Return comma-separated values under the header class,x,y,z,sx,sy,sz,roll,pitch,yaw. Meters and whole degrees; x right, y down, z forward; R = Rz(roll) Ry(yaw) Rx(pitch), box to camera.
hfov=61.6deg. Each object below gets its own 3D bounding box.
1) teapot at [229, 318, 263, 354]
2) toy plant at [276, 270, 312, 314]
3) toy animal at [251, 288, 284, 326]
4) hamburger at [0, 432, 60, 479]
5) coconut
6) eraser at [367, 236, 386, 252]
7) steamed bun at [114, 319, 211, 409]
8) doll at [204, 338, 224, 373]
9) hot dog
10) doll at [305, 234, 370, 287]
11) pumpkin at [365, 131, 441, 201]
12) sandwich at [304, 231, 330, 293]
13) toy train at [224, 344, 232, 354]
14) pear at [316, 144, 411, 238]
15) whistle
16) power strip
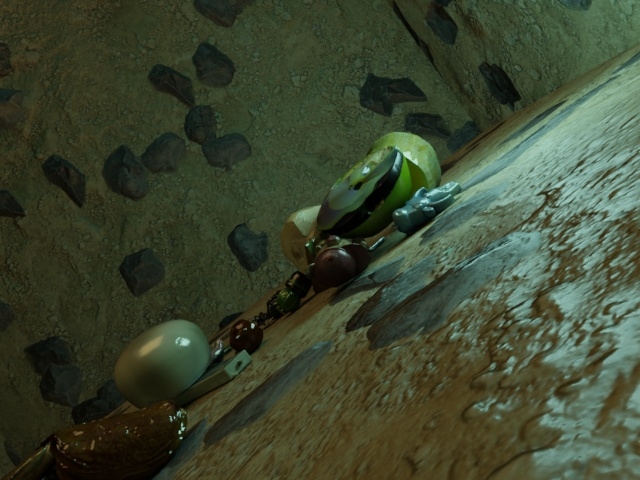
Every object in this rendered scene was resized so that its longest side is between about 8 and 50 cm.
class,x,y,z,sx,sy,sz,roll,pitch,yaw
teapot,-0.248,0.326,1.747,0.116,0.116,0.173,-37,-24,-15
toy plant,-0.102,0.196,1.967,0.162,0.092,0.093,-57,7,-12
toy animal,-0.158,0.262,2.097,0.232,0.084,0.148,-34,15,19
hamburger,-0.647,0.588,1.196,0.318,0.195,0.277,-38,4,40
coconut,0.000,0.000,2.189,0.254,0.297,0.297,-20,-7,-33
eraser,0.210,0.016,1.991,0.099,0.019,0.027,-38,-11,-34
steamed bun,-0.519,0.386,1.747,0.324,0.206,0.324,-32,10,6
doll,-0.425,0.445,1.999,0.149,0.095,0.192,-30,-5,-45
hot dog,-0.421,0.431,1.143,0.272,0.122,0.196,-6,7,-38
doll,0.061,0.058,1.718,0.196,0.152,0.256,-38,3,14
pumpkin,0.298,-0.242,2.086,0.332,0.332,0.199,-36,4,26
sandwich,-0.003,0.080,1.945,0.117,0.187,0.144,-38,8,-32
toy train,-0.396,0.456,2.171,0.092,0.029,0.045,-36,10,-11
pear,0.181,-0.141,1.901,0.399,0.165,0.399,-41,23,21
whistle,0.337,-0.111,1.733,0.269,0.093,0.180,-37,22,-10
power strip,-0.335,0.425,1.645,0.367,0.043,0.106,-35,3,39
